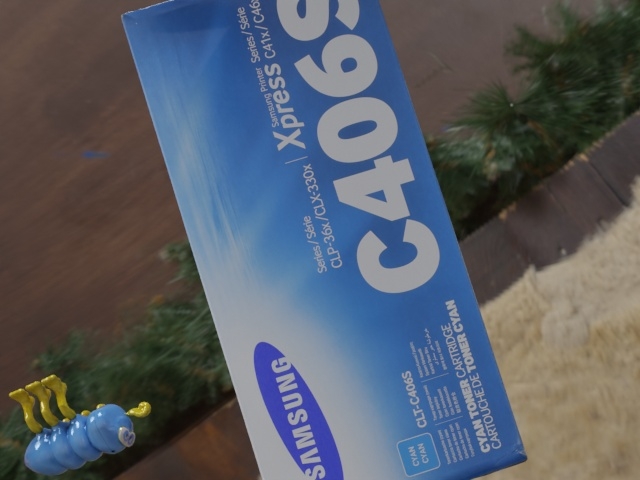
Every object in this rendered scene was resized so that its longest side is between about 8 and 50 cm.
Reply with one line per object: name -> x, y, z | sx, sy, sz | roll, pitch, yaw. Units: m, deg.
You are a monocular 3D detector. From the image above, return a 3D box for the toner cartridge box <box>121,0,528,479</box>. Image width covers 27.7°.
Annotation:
toner cartridge box -> 0.000, 0.000, 0.846 | 0.165, 0.075, 0.347 | -18, 85, -3

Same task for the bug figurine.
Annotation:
bug figurine -> -0.261, 0.127, 0.886 | 0.216, 0.279, 0.072 | -25, 56, 18
